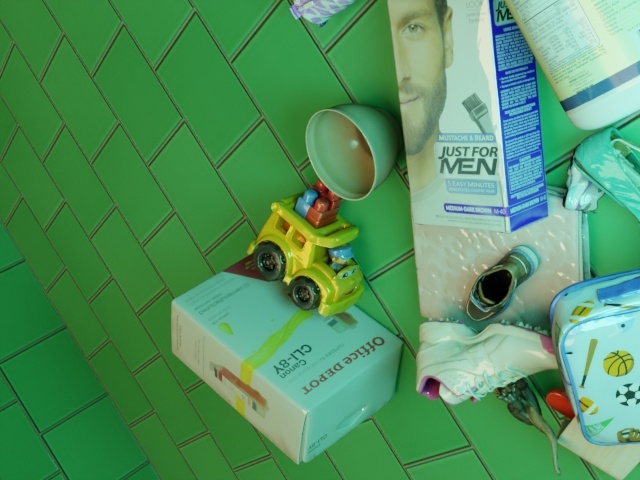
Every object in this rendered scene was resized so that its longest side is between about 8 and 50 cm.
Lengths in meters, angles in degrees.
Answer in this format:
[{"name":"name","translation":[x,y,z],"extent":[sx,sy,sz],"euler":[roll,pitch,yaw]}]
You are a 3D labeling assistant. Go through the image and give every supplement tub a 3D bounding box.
[{"name":"supplement tub","translation":[0.322,-0.316,1.146],"extent":[0.235,0.235,0.325],"euler":[-27,92,55]}]

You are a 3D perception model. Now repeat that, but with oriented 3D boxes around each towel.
[{"name":"towel","translation":[0.286,0.036,1.608],"extent":[0.331,0.053,0.317],"euler":[20,128,42]}]

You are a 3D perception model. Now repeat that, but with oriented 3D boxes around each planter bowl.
[{"name":"planter bowl","translation":[0.069,-0.162,1.682],"extent":[0.162,0.109,0.162],"euler":[31,137,35]}]

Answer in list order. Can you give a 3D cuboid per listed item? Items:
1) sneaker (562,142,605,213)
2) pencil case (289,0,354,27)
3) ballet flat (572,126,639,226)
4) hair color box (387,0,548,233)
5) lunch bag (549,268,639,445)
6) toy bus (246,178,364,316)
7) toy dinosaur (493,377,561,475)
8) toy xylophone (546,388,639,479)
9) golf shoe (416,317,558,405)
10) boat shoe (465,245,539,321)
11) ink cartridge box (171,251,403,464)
[{"name":"sneaker","translation":[0.383,-0.085,1.412],"extent":[0.038,0.069,0.098],"euler":[75,-153,-86]},{"name":"pencil case","translation":[0.032,-0.409,1.568],"extent":[0.206,0.088,0.086],"euler":[-23,98,54]},{"name":"ballet flat","translation":[0.444,-0.057,1.325],"extent":[0.247,0.083,0.087],"euler":[47,129,14]},{"name":"hair color box","translation":[0.212,-0.190,1.442],"extent":[0.185,0.110,0.339],"euler":[6,109,47]},{"name":"lunch bag","translation":[0.458,0.134,1.295],"extent":[0.303,0.115,0.243],"euler":[-14,115,11]},{"name":"toy bus","translation":[0.000,0.000,1.880],"extent":[0.220,0.149,0.211],"euler":[41,125,21]},{"name":"toy dinosaur","translation":[0.327,0.263,1.628],"extent":[0.118,0.064,0.268],"euler":[57,-176,-19]},{"name":"toy xylophone","translation":[0.483,0.266,1.498],"extent":[0.236,0.081,0.323],"euler":[37,139,6]},{"name":"golf shoe","translation":[0.264,0.199,1.573],"extent":[0.115,0.140,0.306],"euler":[28,162,-30]},{"name":"boat shoe","translation":[0.266,0.075,1.559],"extent":[0.066,0.066,0.183],"euler":[47,142,17]},{"name":"ink cartridge box","translation":[-0.068,0.212,1.980],"extent":[0.384,0.279,0.160],"euler":[36,138,29]}]
